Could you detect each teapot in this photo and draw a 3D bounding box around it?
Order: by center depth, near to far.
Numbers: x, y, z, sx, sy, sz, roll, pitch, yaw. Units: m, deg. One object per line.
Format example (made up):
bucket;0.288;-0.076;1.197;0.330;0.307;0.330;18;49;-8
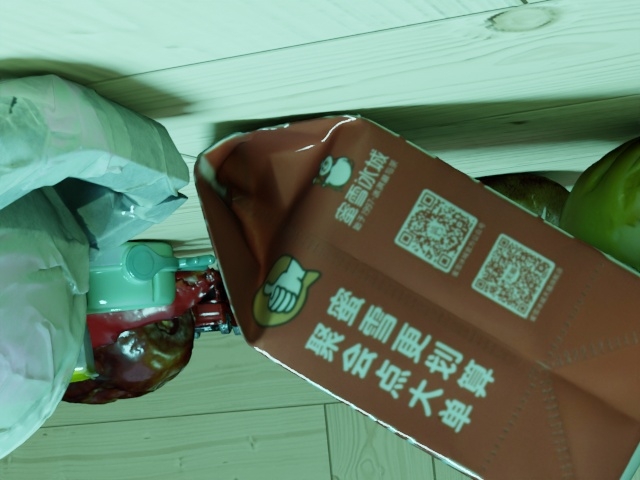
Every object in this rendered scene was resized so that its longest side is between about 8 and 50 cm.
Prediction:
teapot;-0.173;0.020;0.594;0.222;0.163;0.178;-6;168;4

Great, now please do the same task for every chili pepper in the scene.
chili pepper;-0.288;0.075;1.520;0.388;0.110;0.110;-12;173;27

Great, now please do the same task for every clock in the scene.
clock;-0.212;0.039;1.349;0.211;0.066;0.159;-6;176;-9

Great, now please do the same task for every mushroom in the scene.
mushroom;0.152;-0.009;1.126;0.135;0.080;0.170;3;175;16

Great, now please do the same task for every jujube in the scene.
jujube;-0.285;0.129;1.782;0.243;0.183;0.183;-22;166;39

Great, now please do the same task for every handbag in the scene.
handbag;0.052;0.035;0.777;0.298;0.151;0.171;28;179;2

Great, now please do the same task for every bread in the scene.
bread;0.258;-0.027;0.859;0.213;0.104;0.213;-6;172;-1

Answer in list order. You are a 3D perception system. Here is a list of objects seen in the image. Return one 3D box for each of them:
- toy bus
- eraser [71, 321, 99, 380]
toy bus;-0.162;0.094;1.918;0.081;0.089;0.195;-6;175;5
eraser;-0.324;0.115;1.263;0.226;0.069;0.158;-8;171;-7
